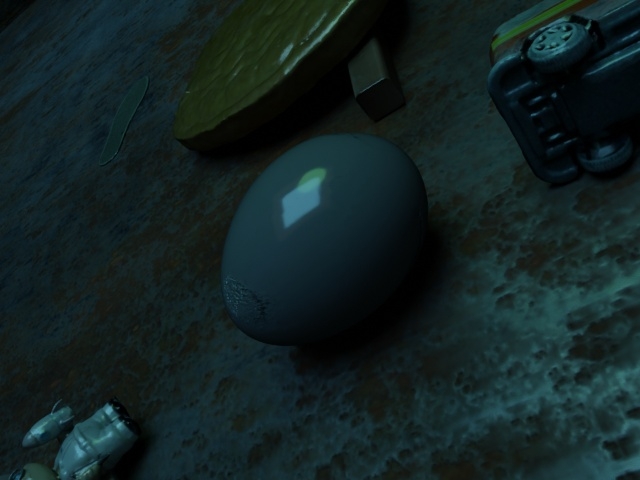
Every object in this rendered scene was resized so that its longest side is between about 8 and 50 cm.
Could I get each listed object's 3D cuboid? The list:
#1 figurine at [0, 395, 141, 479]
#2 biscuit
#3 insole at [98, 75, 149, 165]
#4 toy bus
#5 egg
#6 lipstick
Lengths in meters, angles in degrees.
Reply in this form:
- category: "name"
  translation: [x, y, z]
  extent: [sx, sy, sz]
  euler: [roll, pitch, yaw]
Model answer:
- category: "figurine"
  translation: [-0.266, 0.249, 0.584]
  extent: [0.229, 0.112, 0.137]
  euler: [-45, 45, -19]
- category: "biscuit"
  translation: [-0.064, -0.288, 0.845]
  extent: [0.385, 0.062, 0.364]
  euler: [-28, 38, 33]
- category: "insole"
  translation: [-0.370, -0.227, 1.164]
  extent: [0.080, 0.003, 0.231]
  euler: [-17, 47, 32]
- category: "toy bus"
  translation: [0.256, -0.156, 0.441]
  extent: [0.265, 0.121, 0.119]
  euler: [-25, 34, 25]
- category: "egg"
  translation: [0.000, 0.000, 0.513]
  extent: [0.198, 0.146, 0.146]
  euler: [-47, 38, 11]
- category: "lipstick"
  translation: [0.057, -0.202, 0.714]
  extent: [0.045, 0.045, 0.145]
  euler: [-28, 42, 20]
